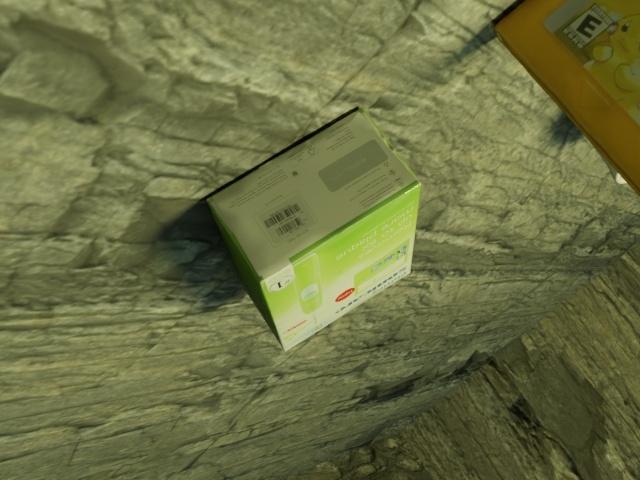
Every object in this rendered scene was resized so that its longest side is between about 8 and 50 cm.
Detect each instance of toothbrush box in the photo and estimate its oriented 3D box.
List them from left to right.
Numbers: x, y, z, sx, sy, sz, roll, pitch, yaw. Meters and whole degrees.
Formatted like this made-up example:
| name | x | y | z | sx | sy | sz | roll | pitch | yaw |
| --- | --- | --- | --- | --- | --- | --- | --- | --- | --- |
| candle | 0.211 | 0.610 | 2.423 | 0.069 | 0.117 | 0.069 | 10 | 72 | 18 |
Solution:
| name | x | y | z | sx | sy | sz | roll | pitch | yaw |
| --- | --- | --- | --- | --- | --- | --- | --- | --- | --- |
| toothbrush box | 0.000 | 0.000 | 1.011 | 0.206 | 0.122 | 0.283 | -31 | 161 | -10 |

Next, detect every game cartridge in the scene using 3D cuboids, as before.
| name | x | y | z | sx | sy | sz | roll | pitch | yaw |
| --- | --- | --- | --- | --- | --- | --- | --- | --- | --- |
| game cartridge | 0.397 | -0.232 | 0.881 | 0.323 | 0.285 | 0.052 | -40 | 159 | 11 |

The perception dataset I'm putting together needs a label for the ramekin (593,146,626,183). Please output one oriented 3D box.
| name | x | y | z | sx | sy | sz | roll | pitch | yaw |
| --- | --- | --- | --- | --- | --- | --- | --- | --- | --- |
| ramekin | 0.541 | -0.230 | 1.322 | 0.277 | 0.135 | 0.277 | -30 | 159 | -13 |
